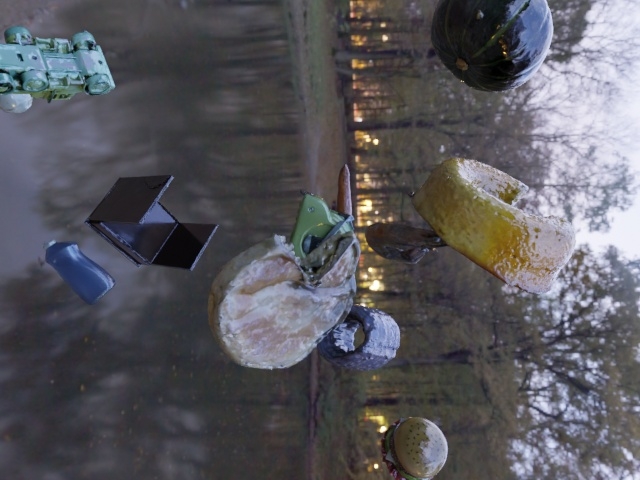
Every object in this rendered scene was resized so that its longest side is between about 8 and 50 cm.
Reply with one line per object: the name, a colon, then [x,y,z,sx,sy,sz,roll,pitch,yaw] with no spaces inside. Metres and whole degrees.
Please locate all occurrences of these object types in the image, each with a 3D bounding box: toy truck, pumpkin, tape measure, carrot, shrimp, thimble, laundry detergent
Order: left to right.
toy truck: [-0.556,-0.334,1.042,0.135,0.259,0.128,-30,-100,49]
laundry detergent: [-0.647,0.072,1.395,0.206,0.096,0.061,47,12,-10]
tape measure: [0.000,0.000,1.276,0.106,0.175,0.200,-83,-168,-82]
carrot: [0.077,-0.161,1.745,0.224,0.057,0.057,87,3,-47]
thimble: [0.112,0.302,1.638,0.172,0.236,0.205,20,84,-44]
shrimp: [0.262,0.016,1.551,0.164,0.316,0.062,51,59,-33]
pumpkin: [0.450,-0.551,1.412,0.241,0.323,0.323,-55,168,-9]

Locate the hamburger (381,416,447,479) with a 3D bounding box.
hamburger: [0.248,0.531,1.354,0.137,0.175,0.175,115,-21,-58]

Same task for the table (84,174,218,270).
table: [-0.526,-0.051,1.664,0.251,0.282,0.196,54,52,-40]

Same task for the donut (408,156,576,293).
donut: [0.444,-0.071,1.383,0.163,0.377,0.435,-62,-149,29]

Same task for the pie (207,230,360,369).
pie: [-0.060,0.110,0.969,0.075,0.337,0.338,44,-29,40]

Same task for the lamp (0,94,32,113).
lamp: [-0.921,-0.458,1.536,0.106,0.106,0.193,-88,163,-45]
